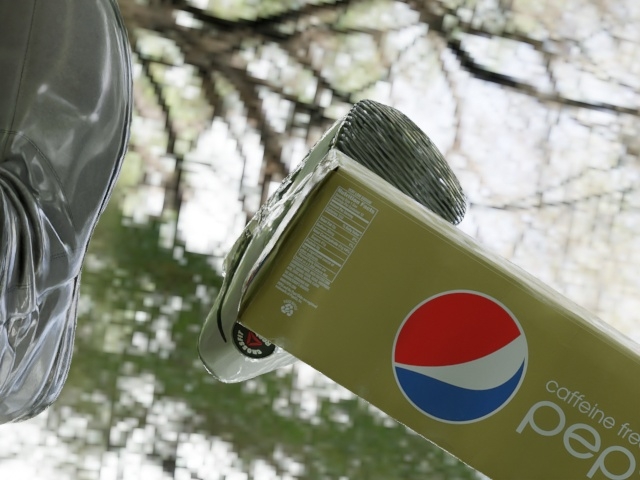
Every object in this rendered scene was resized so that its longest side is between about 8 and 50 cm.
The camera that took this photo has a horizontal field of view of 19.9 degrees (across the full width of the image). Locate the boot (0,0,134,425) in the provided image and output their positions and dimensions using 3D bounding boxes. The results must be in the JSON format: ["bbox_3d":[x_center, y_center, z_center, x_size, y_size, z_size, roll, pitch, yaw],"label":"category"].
[{"bbox_3d":[-0.197,-0.036,1.152,0.223,0.118,0.338,42,51,-86],"label":"boot"}]

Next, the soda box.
[{"bbox_3d":[0.064,0.044,0.576,0.058,0.181,0.061,-56,-175,6],"label":"soda box"}]

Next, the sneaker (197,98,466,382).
[{"bbox_3d":[0.000,0.000,1.330,0.146,0.330,0.122,-39,-89,30],"label":"sneaker"}]
